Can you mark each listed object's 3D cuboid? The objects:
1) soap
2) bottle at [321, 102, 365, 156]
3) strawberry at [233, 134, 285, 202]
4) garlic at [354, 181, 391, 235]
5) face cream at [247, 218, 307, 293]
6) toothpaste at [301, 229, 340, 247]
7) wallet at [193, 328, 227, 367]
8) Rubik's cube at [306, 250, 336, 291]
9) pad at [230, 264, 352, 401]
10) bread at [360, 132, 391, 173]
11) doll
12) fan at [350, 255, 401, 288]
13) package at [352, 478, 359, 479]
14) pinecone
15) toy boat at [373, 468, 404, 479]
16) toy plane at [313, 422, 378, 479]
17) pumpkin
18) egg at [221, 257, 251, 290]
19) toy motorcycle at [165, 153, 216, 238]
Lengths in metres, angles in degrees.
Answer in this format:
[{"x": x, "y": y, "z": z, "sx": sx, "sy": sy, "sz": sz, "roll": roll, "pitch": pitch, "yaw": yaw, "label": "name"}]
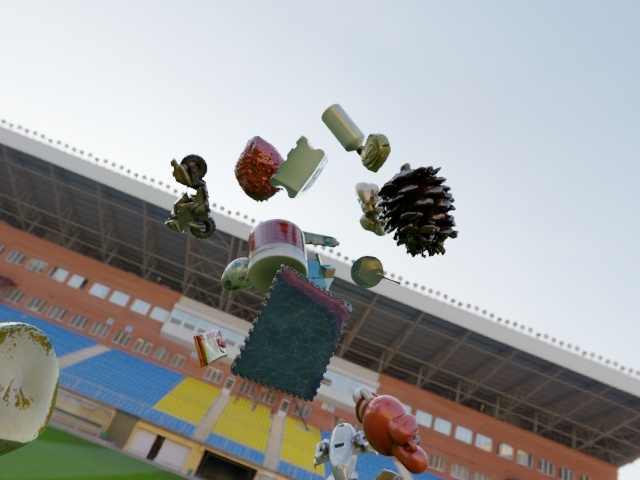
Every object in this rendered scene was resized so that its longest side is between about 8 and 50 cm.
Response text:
[{"x": -0.070, "y": -0.266, "z": 1.643, "sx": 0.115, "sy": 0.208, "sz": 0.347, "roll": 37, "pitch": 7, "yaw": -1, "label": "soap"}, {"x": 0.110, "y": -0.455, "z": 1.818, "sx": 0.245, "sy": 0.104, "sz": 0.104, "roll": 53, "pitch": -28, "yaw": 12, "label": "bottle"}, {"x": -0.258, "y": -0.322, "z": 1.897, "sx": 0.257, "sy": 0.257, "sz": 0.276, "roll": 8, "pitch": -50, "yaw": 22, "label": "strawberry"}, {"x": 0.271, "y": -0.152, "z": 2.085, "sx": 0.185, "sy": 0.203, "sz": 0.281, "roll": -9, "pitch": -77, "yaw": 3, "label": "garlic"}, {"x": -0.148, "y": 0.053, "z": 1.482, "sx": 0.201, "sy": 0.187, "sz": 0.201, "roll": -4, "pitch": -46, "yaw": -4, "label": "face cream"}, {"x": 0.000, "y": 0.000, "z": 1.975, "sx": 0.248, "sy": 0.078, "sz": 0.047, "roll": 11, "pitch": -35, "yaw": -44, "label": "toothpaste"}, {"x": -0.471, "y": 0.459, "z": 1.873, "sx": 0.067, "sy": 0.141, "sz": 0.241, "roll": -15, "pitch": -7, "yaw": 4, "label": "wallet"}, {"x": -0.050, "y": 0.171, "z": 1.875, "sx": 0.213, "sy": 0.265, "sz": 0.224, "roll": 4, "pitch": -33, "yaw": -41, "label": "Rubik's cube"}, {"x": -0.053, "y": 0.225, "z": 1.020, "sx": 0.270, "sy": 0.269, "sz": 0.012, "roll": 33, "pitch": -17, "yaw": -36, "label": "pad"}, {"x": 0.212, "y": -0.339, "z": 1.671, "sx": 0.064, "sy": 0.117, "sz": 0.156, "roll": -2, "pitch": -32, "yaw": -24, "label": "bread"}, {"x": 0.176, "y": 0.487, "z": 1.133, "sx": 0.290, "sy": 0.130, "sz": 0.161, "roll": 17, "pitch": -60, "yaw": 64, "label": "doll"}, {"x": 0.184, "y": 0.113, "z": 1.433, "sx": 0.175, "sy": 0.113, "sz": 0.005, "roll": 20, "pitch": -12, "yaw": 21, "label": "fan"}, {"x": 0.163, "y": 0.914, "z": 1.417, "sx": 0.251, "sy": 0.062, "sz": 0.204, "roll": 40, "pitch": -66, "yaw": 14, "label": "package"}, {"x": 0.261, "y": -0.081, "z": 1.182, "sx": 0.224, "sy": 0.272, "sz": 0.224, "roll": -15, "pitch": -6, "yaw": -2, "label": "pinecone"}, {"x": 0.139, "y": 0.639, "z": 1.055, "sx": 0.057, "sy": 0.200, "sz": 0.077, "roll": 3, "pitch": -78, "yaw": 38, "label": "toy boat"}, {"x": 0.085, "y": 0.766, "z": 1.536, "sx": 0.245, "sy": 0.244, "sz": 0.117, "roll": -7, "pitch": -60, "yaw": 40, "label": "toy plane"}, {"x": -0.764, "y": 0.332, "z": 0.996, "sx": 0.199, "sy": 0.332, "sz": 0.332, "roll": -16, "pitch": -33, "yaw": -5, "label": "pumpkin"}, {"x": -0.340, "y": 0.148, "z": 1.827, "sx": 0.132, "sy": 0.172, "sz": 0.132, "roll": 36, "pitch": -34, "yaw": 30, "label": "egg"}, {"x": -0.348, "y": -0.108, "z": 1.126, "sx": 0.130, "sy": 0.094, "sz": 0.229, "roll": -6, "pitch": -69, "yaw": -7, "label": "toy motorcycle"}]
